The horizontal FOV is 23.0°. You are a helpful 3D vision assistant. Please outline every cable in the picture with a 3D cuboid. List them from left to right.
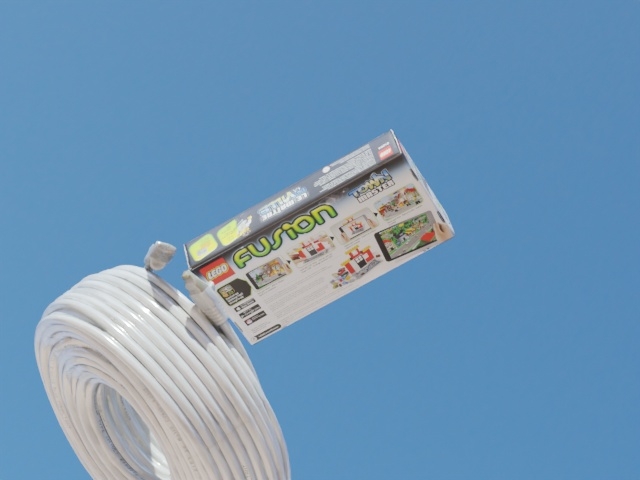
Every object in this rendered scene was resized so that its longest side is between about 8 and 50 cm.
[{"bbox_3d":[-0.128,0.143,1.266,0.257,0.089,0.257,59,-30,-4],"label":"cable"}]

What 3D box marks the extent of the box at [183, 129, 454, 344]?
[{"bbox_3d":[0.000,0.000,1.354,0.207,0.036,0.114,-28,-50,9],"label":"box"}]
